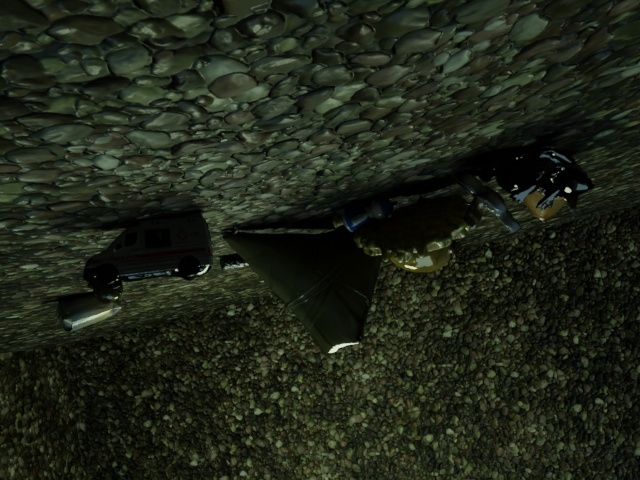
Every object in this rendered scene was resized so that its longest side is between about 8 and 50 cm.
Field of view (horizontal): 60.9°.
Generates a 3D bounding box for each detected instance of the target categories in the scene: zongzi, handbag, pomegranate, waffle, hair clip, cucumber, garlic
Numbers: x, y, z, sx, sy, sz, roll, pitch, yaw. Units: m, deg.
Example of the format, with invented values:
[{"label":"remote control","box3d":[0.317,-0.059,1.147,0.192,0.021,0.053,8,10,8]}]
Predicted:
[{"label":"zongzi","box3d":[0.000,0.000,1.315,0.181,0.418,0.447,-34,-160,36]},{"label":"handbag","box3d":[-0.667,0.196,1.543,0.173,0.095,0.117,-16,170,-43]},{"label":"pomegranate","box3d":[0.265,0.002,1.385,0.196,0.196,0.196,-13,171,-2]},{"label":"waffle","box3d":[0.204,-0.035,1.164,0.253,0.056,0.249,-31,-154,-25]},{"label":"hair clip","box3d":[0.318,-0.074,1.059,0.075,0.146,0.257,-54,174,21]},{"label":"pomegranate","box3d":[-0.516,0.114,1.299,0.084,0.073,0.073,5,167,-15]},{"label":"cucumber","box3d":[-0.193,0.053,1.482,0.163,0.039,0.043,-7,-170,-28]},{"label":"garlic","box3d":[0.495,-0.120,1.169,0.115,0.128,0.206,30,-177,9]}]

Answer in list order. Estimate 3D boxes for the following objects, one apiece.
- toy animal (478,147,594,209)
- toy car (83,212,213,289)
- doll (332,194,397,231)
[{"label":"toy animal","box3d":[0.402,-0.135,1.043,0.218,0.116,0.179,8,-160,-10]},{"label":"toy car","box3d":[-0.286,0.018,0.907,0.209,0.108,0.089,-7,172,-14]},{"label":"doll","box3d":[0.095,-0.057,1.144,0.142,0.058,0.099,-17,-167,21]}]
